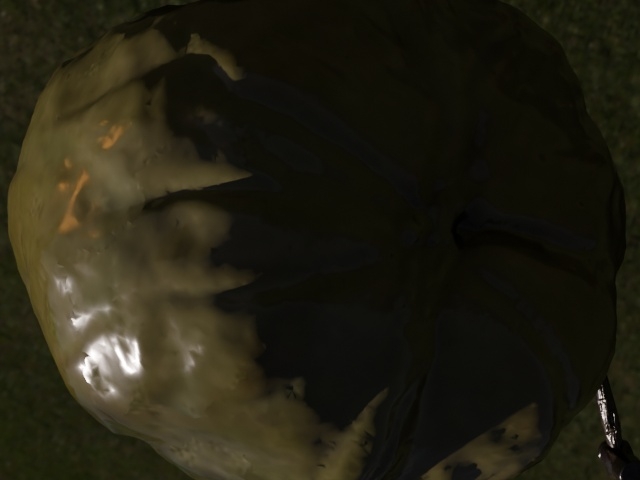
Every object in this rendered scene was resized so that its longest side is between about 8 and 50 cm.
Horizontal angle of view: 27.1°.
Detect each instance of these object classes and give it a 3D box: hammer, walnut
[{"bbox_3d":[0.182,0.076,0.875,0.021,0.065,0.178,-15,102,-3],"label":"hammer"},{"bbox_3d":[0.002,0.000,0.634,0.277,0.282,0.253,-168,62,-76],"label":"walnut"}]
